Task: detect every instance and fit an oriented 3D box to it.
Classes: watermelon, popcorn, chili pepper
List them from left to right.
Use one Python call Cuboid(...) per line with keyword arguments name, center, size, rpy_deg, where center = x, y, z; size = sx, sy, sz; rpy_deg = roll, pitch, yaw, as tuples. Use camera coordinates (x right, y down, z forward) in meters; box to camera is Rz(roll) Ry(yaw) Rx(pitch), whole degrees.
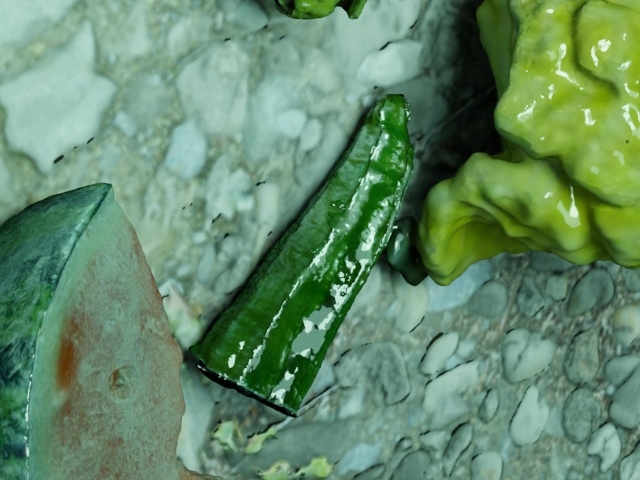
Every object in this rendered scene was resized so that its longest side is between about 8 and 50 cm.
Cuboid(name="watermelon", center=(-0.146, 0.126, 0.978), size=(0.226, 0.148, 0.318), rpy_deg=(-7, 95, -57))
Cuboid(name="chili pepper", center=(0.000, 0.000, 1.084), size=(0.088, 0.059, 0.226), rpy_deg=(35, 79, -36))
Cuboid(name="popcorn", center=(0.208, -0.099, 1.103), size=(0.293, 0.237, 0.292), rpy_deg=(-18, 115, -43))

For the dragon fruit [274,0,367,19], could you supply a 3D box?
Cuboid(name="dragon fruit", center=(-0.042, -0.245, 0.913), size=(0.200, 0.198, 0.269), rpy_deg=(10, 129, -8))
